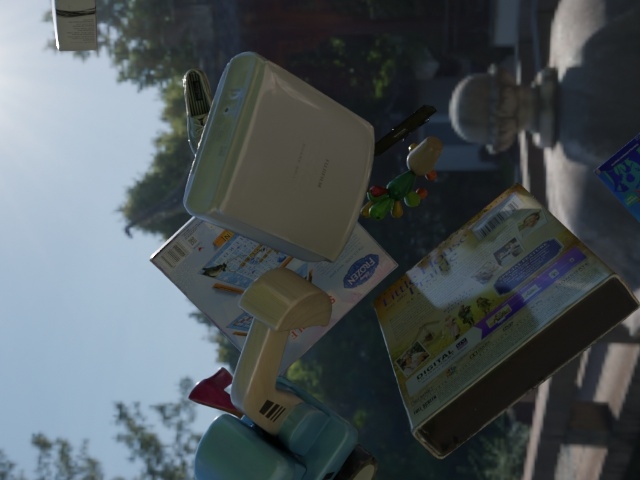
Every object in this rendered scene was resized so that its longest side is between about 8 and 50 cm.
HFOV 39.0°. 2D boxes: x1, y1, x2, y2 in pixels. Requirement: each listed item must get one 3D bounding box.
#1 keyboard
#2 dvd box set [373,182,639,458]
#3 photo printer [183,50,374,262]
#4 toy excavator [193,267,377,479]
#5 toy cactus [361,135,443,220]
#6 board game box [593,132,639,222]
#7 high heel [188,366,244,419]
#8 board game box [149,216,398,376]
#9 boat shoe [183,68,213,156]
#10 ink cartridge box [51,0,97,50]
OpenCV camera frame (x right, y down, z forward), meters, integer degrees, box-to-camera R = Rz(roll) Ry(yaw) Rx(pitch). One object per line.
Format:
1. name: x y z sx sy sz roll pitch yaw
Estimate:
1. keyboard: 0.188 -0.270 2.168 0.100 0.192 0.038 2 -124 -60
2. dvd box set: 0.226 0.087 1.250 0.062 0.308 0.420 47 -171 -16
3. photo printer: -0.043 -0.110 1.390 0.308 0.107 0.256 25 -101 -45
4. toy excavator: -0.075 0.295 1.414 0.433 0.222 0.445 -55 -30 -5
5. toy cactus: 0.155 -0.123 1.612 0.219 0.112 0.180 -31 -16 -42
6. board game box: 0.746 -0.130 2.023 0.160 0.210 0.047 -45 -8 31
7. high heel: -0.205 0.427 2.177 0.117 0.244 0.082 -39 1 -31
8. board game box: -0.082 0.037 1.633 0.318 0.319 0.066 48 179 -10
9. boat shoe: -0.342 -0.345 2.593 0.094 0.109 0.302 -61 -44 -85
10. ink cartridge box: -0.515 -0.516 1.880 0.203 0.086 0.148 104 154 -47
